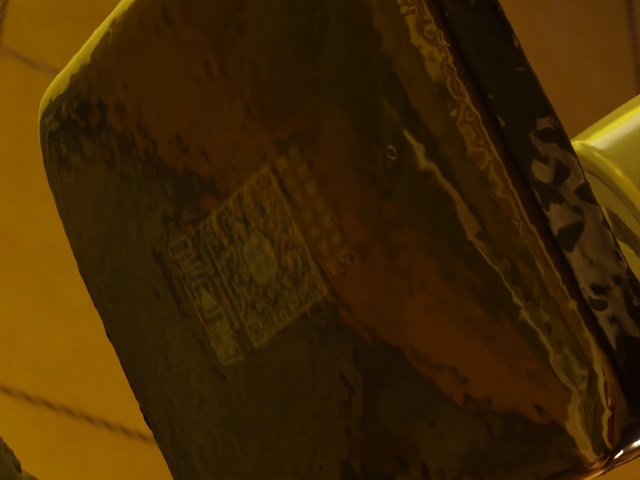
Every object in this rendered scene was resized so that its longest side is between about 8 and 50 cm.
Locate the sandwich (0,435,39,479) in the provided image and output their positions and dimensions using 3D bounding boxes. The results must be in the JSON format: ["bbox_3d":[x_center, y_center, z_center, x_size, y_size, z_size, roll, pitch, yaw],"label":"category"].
[{"bbox_3d":[-0.297,0.203,1.366,0.325,0.131,0.262,60,22,1],"label":"sandwich"}]

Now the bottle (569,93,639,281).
[{"bbox_3d":[0.431,-0.107,1.970,0.352,0.229,0.229,-35,75,-10],"label":"bottle"}]

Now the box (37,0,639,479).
[{"bbox_3d":[0.000,0.000,0.840,0.073,0.289,0.290,-16,75,-39],"label":"box"}]
